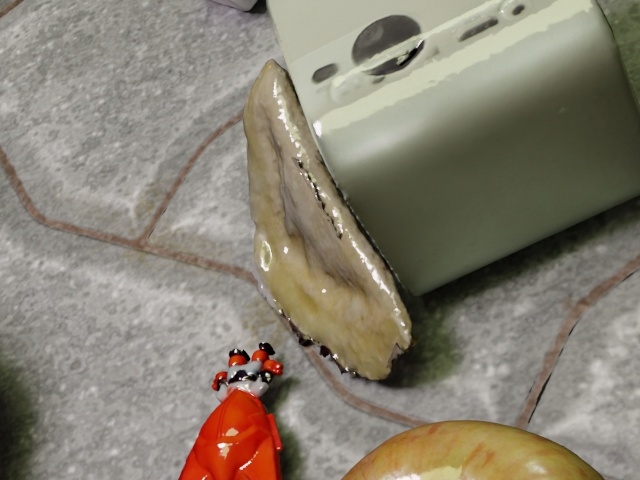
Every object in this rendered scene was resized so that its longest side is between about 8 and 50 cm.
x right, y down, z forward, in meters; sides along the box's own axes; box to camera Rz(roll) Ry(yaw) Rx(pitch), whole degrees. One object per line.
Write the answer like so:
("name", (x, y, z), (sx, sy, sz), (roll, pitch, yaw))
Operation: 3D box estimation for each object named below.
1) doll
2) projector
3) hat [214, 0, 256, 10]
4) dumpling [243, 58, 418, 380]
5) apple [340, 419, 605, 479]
("doll", (-0.074, 0.165, 1.129), (0.109, 0.057, 0.169), (-12, 52, 23))
("projector", (0.125, -0.133, 1.114), (0.249, 0.248, 0.248), (-26, 47, 10))
("hat", (-0.108, -0.344, 1.477), (0.203, 0.203, 0.126), (24, 92, 39))
("dumpling", (0.004, -0.002, 1.194), (0.086, 0.166, 0.332), (-6, 59, -29))
("apple", (0.097, 0.252, 0.877), (0.261, 0.194, 0.261), (-17, 49, 21))
